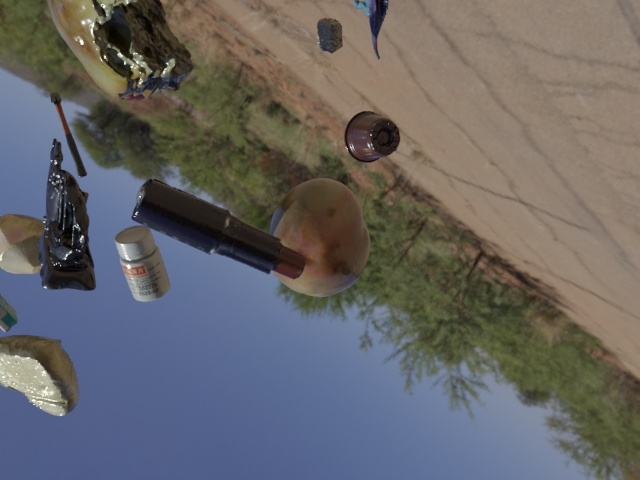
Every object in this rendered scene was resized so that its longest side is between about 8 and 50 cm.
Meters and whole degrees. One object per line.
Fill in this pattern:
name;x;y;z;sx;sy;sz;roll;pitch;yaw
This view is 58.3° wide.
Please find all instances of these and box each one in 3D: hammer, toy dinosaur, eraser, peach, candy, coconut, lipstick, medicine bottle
hammer;-0.816;-0.342;1.859;0.111;0.033;0.288;-7;102;71
toy dinosaur;0.093;-0.424;1.017;0.045;0.197;0.080;-11;-154;-13
eraser;-0.958;0.156;1.638;0.095;0.052;0.225;25;150;59
peach;-0.001;-0.001;1.405;0.247;0.292;0.292;6;180;3
candy;0.029;-0.694;1.941;0.095;0.085;0.110;24;138;22
coconut;-1.049;0.015;2.022;0.197;0.237;0.237;-26;-139;-34
lipstick;-0.159;-0.011;0.946;0.299;0.081;0.081;23;-174;-21
medicine bottle;-0.631;0.082;2.041;0.144;0.144;0.252;37;140;50

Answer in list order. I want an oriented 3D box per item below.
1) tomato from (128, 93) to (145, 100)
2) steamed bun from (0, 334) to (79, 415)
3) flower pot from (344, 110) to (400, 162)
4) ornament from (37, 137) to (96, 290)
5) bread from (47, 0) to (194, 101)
tomato;-0.641;-0.582;2.021;0.187;0.187;0.151;-87;-22;-88
steamed bun;-0.604;0.279;1.250;0.231;0.110;0.212;-1;127;27
flower pot;0.115;-0.215;1.189;0.111;0.111;0.089;34;177;-22
ornament;-0.511;-0.060;1.163;0.106;0.261;0.251;-1;-151;-31
bread;-0.414;-0.438;1.153;0.314;0.191;0.370;53;166;-10
